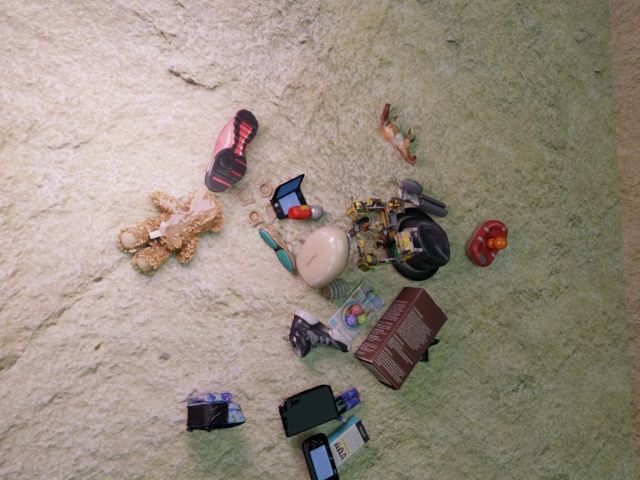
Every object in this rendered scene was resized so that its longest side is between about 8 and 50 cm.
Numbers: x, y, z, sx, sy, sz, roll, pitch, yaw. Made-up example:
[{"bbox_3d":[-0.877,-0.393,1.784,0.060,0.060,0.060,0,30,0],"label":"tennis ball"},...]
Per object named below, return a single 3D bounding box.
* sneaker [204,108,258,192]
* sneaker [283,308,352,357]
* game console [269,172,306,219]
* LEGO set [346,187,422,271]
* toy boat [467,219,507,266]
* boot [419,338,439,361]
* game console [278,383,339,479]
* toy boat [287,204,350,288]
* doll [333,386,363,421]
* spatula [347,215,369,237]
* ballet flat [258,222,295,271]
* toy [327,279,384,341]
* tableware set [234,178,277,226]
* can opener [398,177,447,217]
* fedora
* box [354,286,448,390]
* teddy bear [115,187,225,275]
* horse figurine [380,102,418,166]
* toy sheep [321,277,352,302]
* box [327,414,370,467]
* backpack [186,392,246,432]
[{"bbox_3d":[-0.310,-0.289,1.596,0.116,0.136,0.314,32,66,-30],"label":"sneaker"},{"bbox_3d":[-0.015,0.383,1.770,0.268,0.101,0.153,37,73,-17],"label":"sneaker"},{"bbox_3d":[-0.105,-0.159,1.727,0.144,0.085,0.124,-31,103,-34],"label":"game console"},{"bbox_3d":[0.250,-0.044,1.817,0.254,0.192,0.332,4,70,-20],"label":"LEGO set"},{"bbox_3d":[0.800,0.011,2.187,0.151,0.151,0.231,45,70,-21],"label":"toy boat"},{"bbox_3d":[0.463,0.476,2.055,0.121,0.045,0.099,4,85,-21],"label":"boot"},{"bbox_3d":[-0.010,0.733,1.740,0.213,0.044,0.362,-15,82,-20],"label":"game console"},{"bbox_3d":[0.000,0.000,1.716,0.148,0.267,0.318,-5,62,-42],"label":"toy boat"},{"bbox_3d":[0.080,0.646,1.843,0.188,0.046,0.129,-16,96,-28],"label":"doll"},{"bbox_3d":[0.096,-0.007,1.874,0.296,0.030,0.084,-39,103,-24],"label":"spatula"},{"bbox_3d":[-0.143,0.019,1.726,0.067,0.073,0.206,-49,115,-36],"label":"ballet flat"},{"bbox_3d":[0.155,0.287,1.886,0.137,0.056,0.237,49,68,-17],"label":"toy"},{"bbox_3d":[-0.223,-0.136,1.710,0.141,0.020,0.169,-27,101,-26],"label":"tableware set"},{"bbox_3d":[0.446,-0.175,2.032,0.280,0.093,0.074,22,48,-30],"label":"can opener"},{"bbox_3d":[0.437,0.017,1.990,0.333,0.152,0.334,1,89,-28],"label":"fedora"},{"bbox_3d":[0.332,0.391,1.935,0.381,0.143,0.191,-48,109,-19],"label":"box"},{"bbox_3d":[-0.482,-0.037,1.532,0.245,0.113,0.338,41,78,-14],"label":"teddy bear"},{"bbox_3d":[0.331,-0.454,1.993,0.263,0.066,0.175,39,66,-25],"label":"horse figurine"},{"bbox_3d":[0.064,0.188,1.824,0.132,0.091,0.091,-20,99,-22],"label":"toy sheep"},{"bbox_3d":[0.069,0.796,1.825,0.244,0.060,0.101,-30,103,-26],"label":"box"},{"bbox_3d":[-0.337,0.567,1.562,0.173,0.158,0.117,13,64,-41],"label":"backpack"}]
